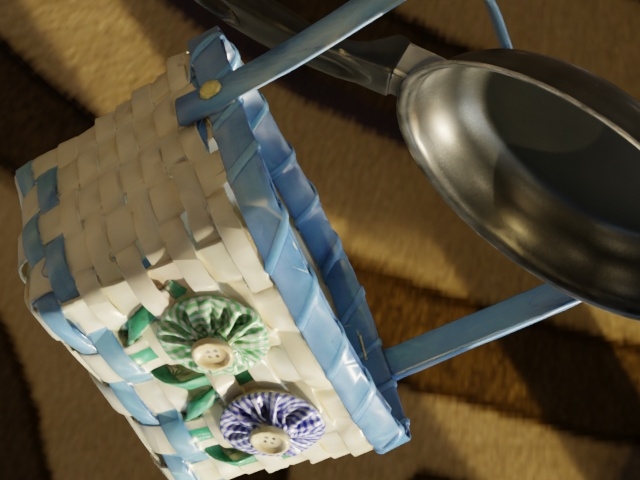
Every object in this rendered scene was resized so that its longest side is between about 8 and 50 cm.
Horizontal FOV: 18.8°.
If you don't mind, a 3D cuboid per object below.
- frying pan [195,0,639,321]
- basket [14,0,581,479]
[{"bbox_3d":[0.077,-0.053,1.025,0.326,0.053,0.197,25,156,32],"label":"frying pan"},{"bbox_3d":[0.000,0.000,1.068,0.289,0.201,0.254,-30,129,4],"label":"basket"}]
